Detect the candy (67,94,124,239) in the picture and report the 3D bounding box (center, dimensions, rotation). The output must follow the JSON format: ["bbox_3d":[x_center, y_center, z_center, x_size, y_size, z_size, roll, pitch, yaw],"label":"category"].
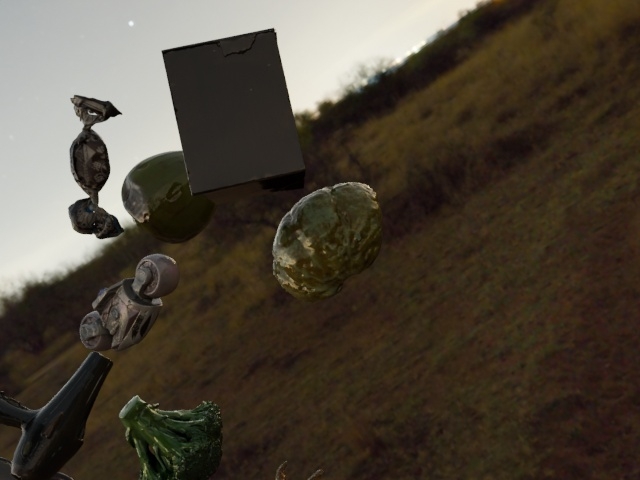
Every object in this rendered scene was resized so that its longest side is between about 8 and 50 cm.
[{"bbox_3d":[-0.349,-0.112,1.203,0.094,0.226,0.051,-5,14,-16],"label":"candy"}]

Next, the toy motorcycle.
[{"bbox_3d":[-0.321,0.120,1.319,0.254,0.112,0.112,-39,3,31],"label":"toy motorcycle"}]

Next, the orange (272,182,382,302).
[{"bbox_3d":[0.000,0.000,2.032,0.369,0.210,0.270,-44,43,24],"label":"orange"}]

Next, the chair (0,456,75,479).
[{"bbox_3d":[-0.756,0.699,2.002,0.227,0.226,0.401,-36,-25,-6],"label":"chair"}]

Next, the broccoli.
[{"bbox_3d":[-0.351,0.466,1.845,0.254,0.269,0.269,-44,2,26],"label":"broccoli"}]

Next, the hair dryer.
[{"bbox_3d":[-0.640,0.315,1.613,0.120,0.360,0.303,115,179,-60],"label":"hair dryer"}]

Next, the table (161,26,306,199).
[{"bbox_3d":[-0.145,-0.207,1.401,0.196,0.250,0.282,-13,-1,-2],"label":"table"}]

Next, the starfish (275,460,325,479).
[{"bbox_3d":[-0.077,0.746,2.111,0.299,0.060,0.302,-4,52,21],"label":"starfish"}]

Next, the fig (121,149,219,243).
[{"bbox_3d":[-0.365,-0.127,1.981,0.271,0.239,0.239,-43,8,-9],"label":"fig"}]
